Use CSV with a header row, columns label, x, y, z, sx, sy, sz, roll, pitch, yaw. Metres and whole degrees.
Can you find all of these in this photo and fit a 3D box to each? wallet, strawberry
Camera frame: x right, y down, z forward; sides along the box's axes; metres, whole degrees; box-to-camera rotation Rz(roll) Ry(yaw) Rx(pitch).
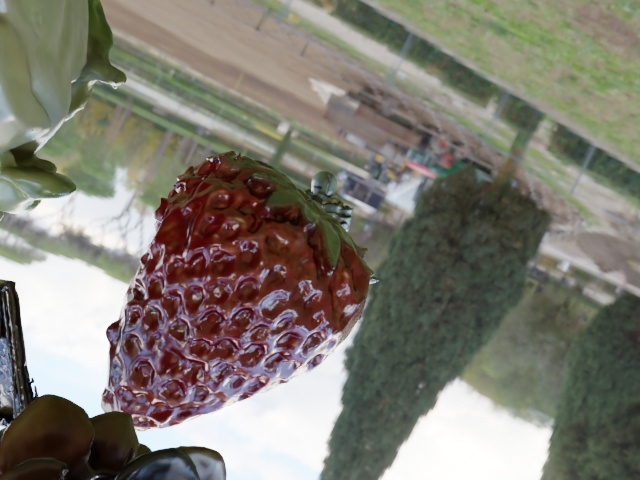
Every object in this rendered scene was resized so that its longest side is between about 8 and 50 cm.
label,x,y,z,sx,sy,sz,roll,pitch,yaw
wallet,-0.336,0.087,0.830,0.243,0.133,0.039,5,-165,35
strawberry,-0.089,0.055,0.789,0.205,0.244,0.205,44,-177,-3

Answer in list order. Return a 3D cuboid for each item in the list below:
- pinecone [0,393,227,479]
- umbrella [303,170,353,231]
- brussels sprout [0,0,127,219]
label,x,y,z,sx,sy,sz,roll,pitch,yaw
pinecone,-0.113,0.209,0.426,0.264,0.264,0.264,26,-177,-1
umbrella,0.000,0.000,0.988,0.067,0.143,0.062,12,-168,37
brussels sprout,-0.351,-0.166,0.632,0.361,0.342,0.425,-4,167,3
